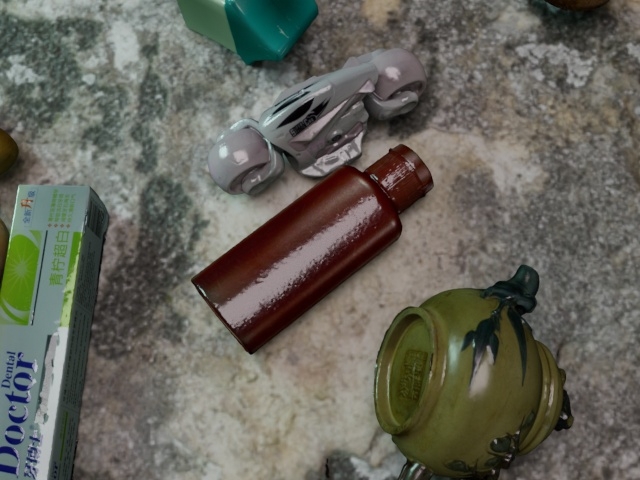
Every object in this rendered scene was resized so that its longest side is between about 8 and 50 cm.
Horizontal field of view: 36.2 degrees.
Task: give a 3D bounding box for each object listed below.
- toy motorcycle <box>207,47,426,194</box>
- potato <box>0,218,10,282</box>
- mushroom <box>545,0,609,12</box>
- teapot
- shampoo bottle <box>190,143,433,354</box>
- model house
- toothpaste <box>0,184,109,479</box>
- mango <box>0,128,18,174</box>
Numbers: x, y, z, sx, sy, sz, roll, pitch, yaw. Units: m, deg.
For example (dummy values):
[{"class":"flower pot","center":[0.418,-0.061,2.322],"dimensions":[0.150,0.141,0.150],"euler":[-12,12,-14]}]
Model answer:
[{"class":"toy motorcycle","center":[-0.004,-0.131,1.025],"dimensions":[0.254,0.112,0.112],"euler":[-29,73,-6]},{"class":"potato","center":[-0.383,0.038,0.983],"dimensions":[0.109,0.118,0.178],"euler":[39,58,-22]},{"class":"mushroom","center":[0.279,-0.308,1.089],"dimensions":[0.109,0.085,0.126],"euler":[24,55,-20]},{"class":"teapot","center":[0.152,0.150,0.910],"dimensions":[0.182,0.173,0.269],"euler":[14,81,-19]},{"class":"shampoo bottle","center":[0.000,0.000,1.004],"dimensions":[0.260,0.064,0.102],"euler":[-37,70,-11]},{"class":"model house","center":[-0.075,-0.265,1.063],"dimensions":[0.149,0.127,0.100],"euler":[34,76,15]},{"class":"toothpaste","center":[-0.278,0.110,0.977],"dimensions":[0.081,0.067,0.337],"euler":[2,71,6]},{"class":"mango","center":[-0.410,-0.124,1.052],"dimensions":[0.184,0.085,0.102],"euler":[37,72,3]}]
